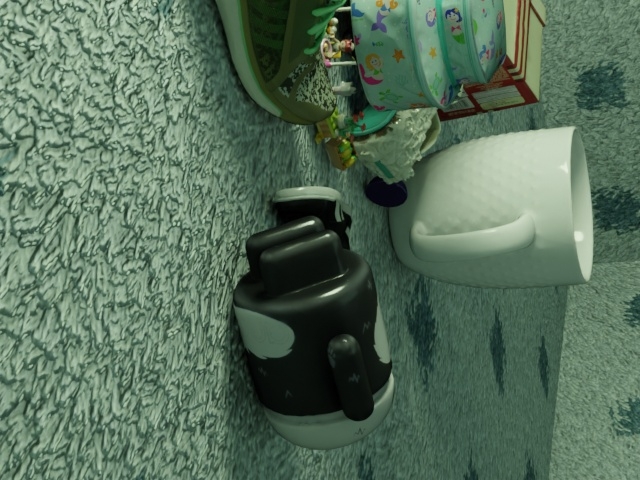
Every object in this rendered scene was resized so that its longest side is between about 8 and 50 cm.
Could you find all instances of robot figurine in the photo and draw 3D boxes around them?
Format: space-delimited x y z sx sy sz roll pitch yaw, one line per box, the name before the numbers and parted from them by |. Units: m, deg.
robot figurine | -0.004 0.115 1.347 0.209 0.173 0.278 -53 134 -58

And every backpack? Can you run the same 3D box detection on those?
backpack | 0.142 -0.291 1.509 0.253 0.191 0.225 -44 131 -50

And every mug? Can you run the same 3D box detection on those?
mug | 0.284 -0.036 1.950 0.374 0.328 0.276 -40 123 -65

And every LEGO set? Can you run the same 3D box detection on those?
LEGO set | 0.038 -0.237 1.615 0.132 0.107 0.287 -27 115 -63

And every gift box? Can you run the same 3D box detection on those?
gift box | 0.281 -0.393 2.141 0.276 0.255 0.258 43 47 -54

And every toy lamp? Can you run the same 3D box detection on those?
toy lamp | 0.131 -0.184 1.930 0.080 0.080 0.275 62 33 -48

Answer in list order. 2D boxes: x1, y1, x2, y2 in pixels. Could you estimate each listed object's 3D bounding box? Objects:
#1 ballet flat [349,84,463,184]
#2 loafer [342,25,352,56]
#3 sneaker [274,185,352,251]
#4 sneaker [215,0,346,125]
ballet flat | 0.166 -0.247 1.875 0.409 0.147 0.147 -58 142 -35
loafer | 0.090 -0.326 1.843 0.223 0.076 0.078 -53 127 -67
sneaker | 0.000 0.000 1.520 0.217 0.079 0.121 22 64 -70
sneaker | -0.026 -0.297 1.361 0.410 0.182 0.158 63 29 -47
